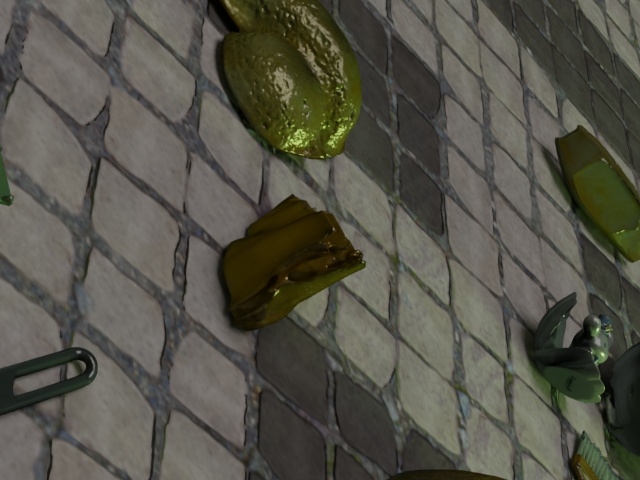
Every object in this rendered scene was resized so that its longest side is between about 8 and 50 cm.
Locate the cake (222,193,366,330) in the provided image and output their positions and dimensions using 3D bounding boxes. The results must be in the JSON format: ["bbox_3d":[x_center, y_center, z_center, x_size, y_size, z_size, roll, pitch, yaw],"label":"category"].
[{"bbox_3d":[-0.002,-0.004,1.283,0.080,0.116,0.185,59,30,3],"label":"cake"}]

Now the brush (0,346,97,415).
[{"bbox_3d":[-0.192,0.089,0.946,0.062,0.027,0.266,63,22,6],"label":"brush"}]

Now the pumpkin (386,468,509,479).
[{"bbox_3d":[0.135,0.247,1.276,0.217,0.110,0.217,34,39,-33],"label":"pumpkin"}]

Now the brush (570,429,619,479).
[{"bbox_3d":[0.236,0.250,1.554,0.082,0.010,0.218,54,27,-12],"label":"brush"}]

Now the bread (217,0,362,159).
[{"bbox_3d":[-0.029,-0.153,1.444,0.149,0.065,0.188,-22,84,-59],"label":"bread"}]

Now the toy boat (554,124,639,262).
[{"bbox_3d":[0.314,-0.048,1.952,0.172,0.065,0.066,56,6,-14],"label":"toy boat"}]

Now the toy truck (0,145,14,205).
[{"bbox_3d":[-0.224,-0.050,0.961,0.175,0.081,0.067,14,53,-56],"label":"toy truck"}]

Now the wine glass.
[{"bbox_3d":[0.397,0.154,1.798,0.321,0.143,0.143,3,61,-61],"label":"wine glass"}]

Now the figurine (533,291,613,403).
[{"bbox_3d":[0.239,0.094,1.638,0.082,0.094,0.086,27,57,13],"label":"figurine"}]
